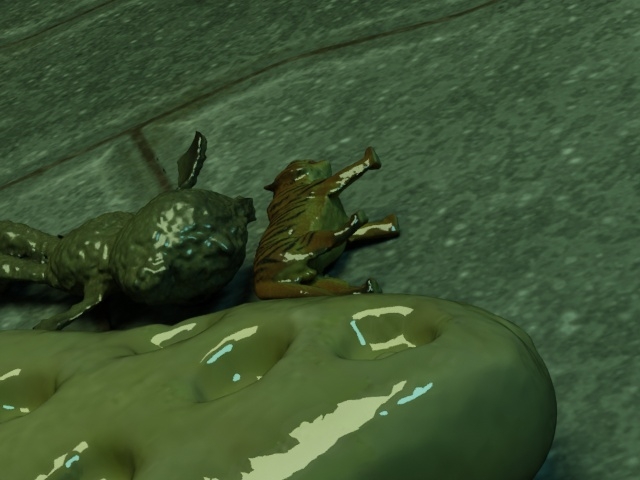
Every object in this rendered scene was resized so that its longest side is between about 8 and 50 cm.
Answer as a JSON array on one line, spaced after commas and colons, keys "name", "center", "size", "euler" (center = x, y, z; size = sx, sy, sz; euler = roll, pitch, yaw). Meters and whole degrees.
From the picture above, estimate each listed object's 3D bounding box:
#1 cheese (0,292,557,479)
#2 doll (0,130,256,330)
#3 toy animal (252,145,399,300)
[{"name": "cheese", "center": [-0.053, 0.104, 0.886], "size": [0.328, 0.130, 0.351], "euler": [-27, 27, -7]}, {"name": "doll", "center": [-0.171, 0.017, 1.229], "size": [0.286, 0.091, 0.203], "euler": [-17, 20, 22]}, {"name": "toy animal", "center": [0.000, 0.000, 1.156], "size": [0.099, 0.057, 0.241], "euler": [-21, 25, 19]}]
